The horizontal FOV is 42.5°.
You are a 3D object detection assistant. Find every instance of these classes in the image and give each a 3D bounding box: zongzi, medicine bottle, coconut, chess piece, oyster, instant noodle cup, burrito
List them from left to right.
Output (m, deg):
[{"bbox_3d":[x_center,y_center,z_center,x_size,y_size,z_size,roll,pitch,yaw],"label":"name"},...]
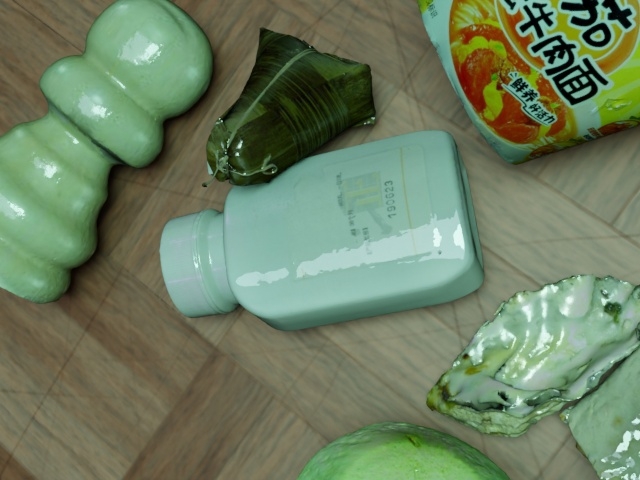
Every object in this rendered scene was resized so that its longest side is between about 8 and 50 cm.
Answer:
[{"bbox_3d":[-0.247,-0.112,0.868,0.182,0.182,0.330,40,90,17],"label":"chess piece"},{"bbox_3d":[-0.069,-0.139,0.811,0.187,0.084,0.184,-34,52,-25],"label":"zongzi"},{"bbox_3d":[0.000,0.000,0.798,0.296,0.111,0.161,-13,65,14],"label":"medicine bottle"},{"bbox_3d":[0.069,0.270,0.701,0.236,0.236,0.204,-39,51,10],"label":"coconut"},{"bbox_3d":[0.205,0.111,0.744,0.209,0.072,0.133,-41,37,-5],"label":"oyster"},{"bbox_3d":[0.212,-0.192,0.683,0.200,0.264,0.264,-25,77,26],"label":"instant noodle cup"},{"bbox_3d":[0.344,0.108,0.687,0.299,0.105,0.143,-47,70,9],"label":"burrito"}]

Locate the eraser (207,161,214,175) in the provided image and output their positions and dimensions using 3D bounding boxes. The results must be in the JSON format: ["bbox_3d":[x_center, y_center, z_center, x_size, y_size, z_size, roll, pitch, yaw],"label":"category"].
[{"bbox_3d":[-0.074,-0.083,0.867,0.083,0.038,0.019,-12,86,16],"label":"eraser"}]
